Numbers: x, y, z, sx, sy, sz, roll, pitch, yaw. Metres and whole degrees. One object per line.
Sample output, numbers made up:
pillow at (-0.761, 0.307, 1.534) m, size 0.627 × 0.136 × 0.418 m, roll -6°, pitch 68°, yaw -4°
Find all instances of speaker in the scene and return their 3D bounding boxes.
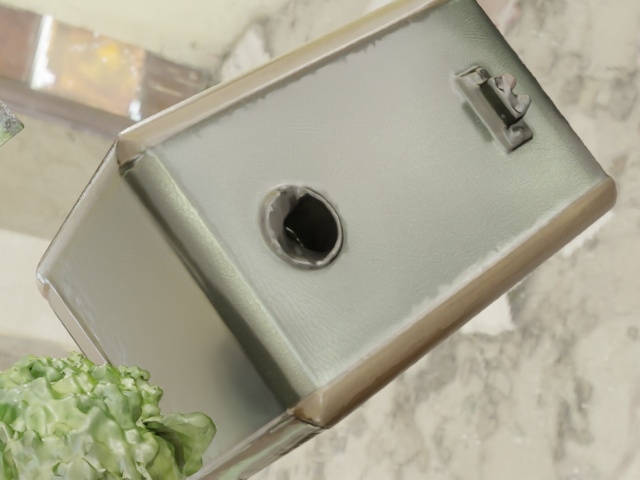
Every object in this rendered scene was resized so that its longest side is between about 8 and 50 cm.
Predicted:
speaker at (0.000, 0.000, 0.589) m, size 0.153 × 0.231 × 0.192 m, roll 54°, pitch 143°, yaw 5°

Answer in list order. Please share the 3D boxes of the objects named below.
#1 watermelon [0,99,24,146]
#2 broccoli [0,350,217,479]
watermelon at (-0.368, -0.094, 1.067) m, size 0.145 × 0.137 × 0.193 m, roll -19°, pitch 71°, yaw 49°
broccoli at (-0.099, 0.152, 0.474) m, size 0.302 × 0.254 × 0.186 m, roll -35°, pitch 34°, yaw -12°
